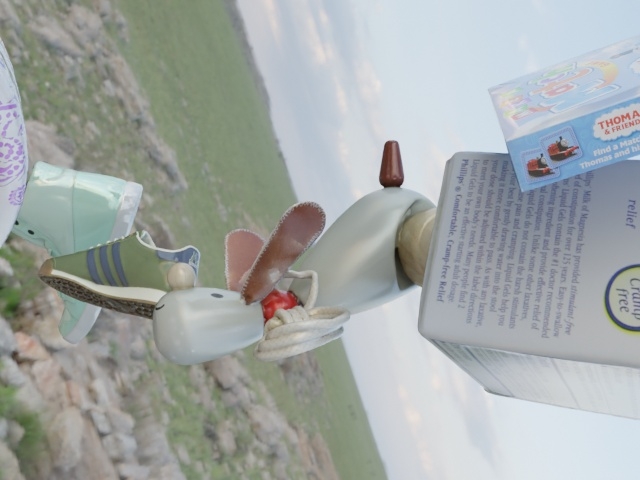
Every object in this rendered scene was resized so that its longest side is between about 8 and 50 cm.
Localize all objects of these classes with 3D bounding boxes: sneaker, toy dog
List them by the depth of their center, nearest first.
[{"bbox_3d":[0.000,0.000,0.811,0.220,0.334,0.160,-15,-89,47],"label":"toy dog"},{"bbox_3d":[-0.210,0.029,0.895,0.086,0.192,0.064,-66,149,-23],"label":"sneaker"},{"bbox_3d":[-0.326,0.012,1.033,0.094,0.151,0.255,-90,-158,-57],"label":"sneaker"}]

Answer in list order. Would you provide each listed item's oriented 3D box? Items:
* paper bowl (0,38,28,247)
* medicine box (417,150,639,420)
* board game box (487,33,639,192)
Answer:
[{"bbox_3d":[-0.349,-0.083,0.558,0.148,0.284,0.284,-119,-172,-49],"label":"paper bowl"},{"bbox_3d":[0.256,0.053,0.658,0.263,0.290,0.149,42,56,-62],"label":"medicine box"},{"bbox_3d":[0.217,-0.101,0.523,0.160,0.212,0.039,-72,141,-68],"label":"board game box"}]
